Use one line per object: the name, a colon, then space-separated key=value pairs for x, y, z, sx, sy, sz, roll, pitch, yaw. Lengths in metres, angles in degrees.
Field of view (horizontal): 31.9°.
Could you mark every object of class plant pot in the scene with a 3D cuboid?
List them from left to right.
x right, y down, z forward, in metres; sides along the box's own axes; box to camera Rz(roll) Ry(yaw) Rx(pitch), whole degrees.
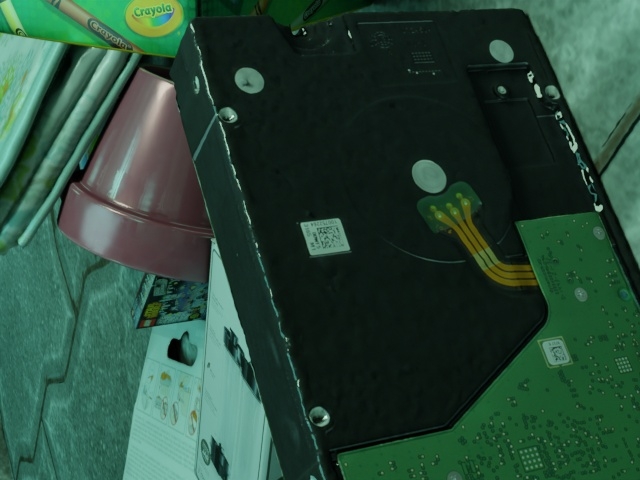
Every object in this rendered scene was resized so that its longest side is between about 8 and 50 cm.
plant pot: x=-0.150 y=-0.076 z=1.142 sx=0.201 sy=0.201 sz=0.180 roll=37 pitch=113 yaw=57

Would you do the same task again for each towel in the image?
towel: x=-0.294 y=-0.193 z=1.205 sx=0.374 sy=0.090 sz=0.320 roll=-58 pitch=30 yaw=6

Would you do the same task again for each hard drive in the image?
hard drive: x=0.067 y=0.022 z=0.640 sx=0.064 sy=0.237 sz=0.339 roll=-55 pitch=49 yaw=55

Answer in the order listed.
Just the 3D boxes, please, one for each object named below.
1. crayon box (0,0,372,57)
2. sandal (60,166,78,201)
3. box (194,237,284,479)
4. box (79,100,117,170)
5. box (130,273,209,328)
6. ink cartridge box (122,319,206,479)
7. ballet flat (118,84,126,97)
crayon box: x=-0.087 y=-0.199 z=0.810 sx=0.165 sy=0.278 sz=0.081 roll=11 pitch=112 yaw=22
sandal: x=-0.463 y=-0.145 z=1.914 sx=0.254 sy=0.054 sz=0.097 roll=61 pitch=147 yaw=38
box: x=-0.048 y=0.155 z=1.087 sx=0.169 sy=0.087 sz=0.290 roll=46 pitch=137 yaw=52
box: x=-0.216 y=-0.084 z=1.357 sx=0.203 sy=0.103 sz=0.114 roll=-37 pitch=63 yaw=61
box: x=-0.159 y=0.053 z=1.286 sx=0.137 sy=0.094 sz=0.027 roll=119 pitch=137 yaw=-52
ink cartridge box: x=-0.162 y=0.291 z=1.410 sx=0.308 sy=0.091 sz=0.385 roll=2 pitch=81 yaw=65
ballet flat: x=-0.264 y=-0.242 z=1.479 sx=0.173 sy=0.049 sz=0.057 roll=-47 pitch=56 yaw=57
